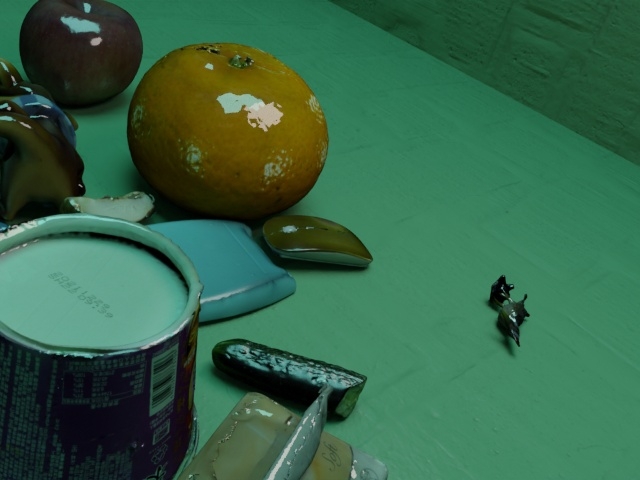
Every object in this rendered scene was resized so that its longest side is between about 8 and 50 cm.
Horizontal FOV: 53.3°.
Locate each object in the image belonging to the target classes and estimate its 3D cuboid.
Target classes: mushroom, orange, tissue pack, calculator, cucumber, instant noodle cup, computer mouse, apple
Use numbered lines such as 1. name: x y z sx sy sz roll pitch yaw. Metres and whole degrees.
1. mushroom: -0.395 -0.046 1.167 0.210 0.094 0.072 -15 86 -68
2. orange: -0.187 -0.236 1.346 0.424 0.326 0.424 12 32 -7
3. tissue pack: -0.066 0.311 0.668 0.239 0.238 0.305 26 33 12
4. calculator: -0.243 0.049 1.141 0.387 0.054 0.256 -11 42 -37
5. cucumber: -0.052 0.207 0.979 0.242 0.074 0.074 17 32 2
6. instant noodle cup: -0.295 0.140 0.775 0.340 0.265 0.339 12 32 -8
7. computer mouse: 0.000 0.000 1.310 0.245 0.056 0.126 8 31 -29
8. apple: -0.592 -0.471 1.586 0.306 0.235 0.305 16 30 -9

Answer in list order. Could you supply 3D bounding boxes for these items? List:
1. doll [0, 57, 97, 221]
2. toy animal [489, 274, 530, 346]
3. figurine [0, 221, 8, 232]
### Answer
1. doll: -0.579 -0.178 1.210 0.318 0.209 0.339 33 15 -48
2. toy animal: 0.393 0.149 1.303 0.105 0.070 0.202 36 27 -8
3. figurine: -0.558 0.011 0.996 0.178 0.114 0.144 -5 40 -46
